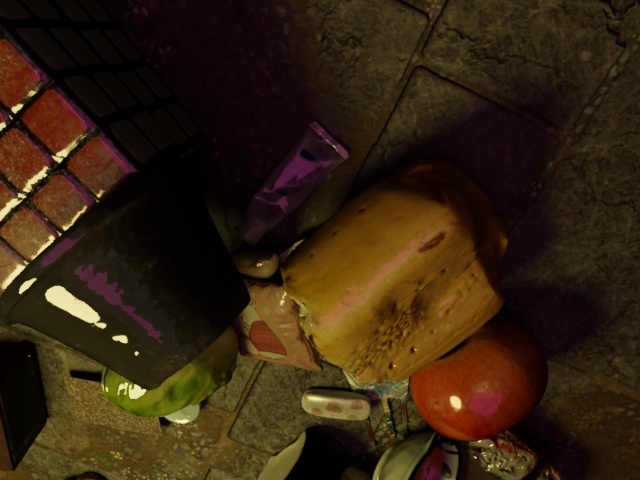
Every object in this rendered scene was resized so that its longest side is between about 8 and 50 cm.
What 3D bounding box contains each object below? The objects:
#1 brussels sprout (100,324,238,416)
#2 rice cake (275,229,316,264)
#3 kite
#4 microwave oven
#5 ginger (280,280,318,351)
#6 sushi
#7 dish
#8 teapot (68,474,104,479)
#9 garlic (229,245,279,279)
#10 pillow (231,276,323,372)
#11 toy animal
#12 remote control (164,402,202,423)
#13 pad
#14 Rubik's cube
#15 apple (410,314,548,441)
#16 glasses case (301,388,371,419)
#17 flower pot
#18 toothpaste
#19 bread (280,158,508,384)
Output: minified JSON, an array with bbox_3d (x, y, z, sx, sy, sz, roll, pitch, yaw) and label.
[{"bbox_3d":[-0.312,0.225,1.061,0.259,0.294,0.227,13,108,47],"label":"brussels sprout"},{"bbox_3d":[0.000,0.000,1.072,0.206,0.036,0.047,-24,109,12],"label":"rice cake"},{"bbox_3d":[0.135,0.369,1.234,0.169,0.015,0.310,-3,112,7],"label":"kite"},{"bbox_3d":[-0.769,0.377,1.202,0.188,0.178,0.248,3,113,2],"label":"microwave oven"},{"bbox_3d":[-0.037,0.164,1.137,0.176,0.052,0.193,45,121,-3],"label":"ginger"},{"bbox_3d":[0.455,0.523,1.218,0.332,0.124,0.130,41,99,-12],"label":"sushi"},{"bbox_3d":[0.207,0.556,1.208,0.120,0.303,0.303,17,121,42],"label":"dish"},{"bbox_3d":[-0.634,0.699,1.384,0.146,0.148,0.116,40,146,-25],"label":"teapot"},{"bbox_3d":[-0.126,0.049,1.060,0.152,0.084,0.066,1,99,35],"label":"garlic"},{"bbox_3d":[-0.113,0.176,1.096,0.236,0.084,0.223,2,120,40],"label":"pillow"},{"bbox_3d":[0.002,0.645,1.247,0.310,0.251,0.251,42,109,-6],"label":"toy animal"},{"bbox_3d":[-0.376,0.331,1.226,0.104,0.052,0.247,-32,107,15],"label":"remote control"},{"bbox_3d":[-0.499,0.402,1.261,0.234,0.003,0.158,7,121,11],"label":"pad"},{"bbox_3d":[-0.461,-0.180,0.864,0.344,0.337,0.344,-34,107,15],"label":"Rubik's cube"},{"bbox_3d":[0.314,0.273,1.056,0.271,0.251,0.206,-29,93,32],"label":"apple"},{"bbox_3d":[0.037,0.385,1.225,0.164,0.041,0.063,4,114,8],"label":"glasses case"},{"bbox_3d":[-0.272,0.077,0.832,0.379,0.379,0.251,-38,95,17],"label":"flower pot"},{"bbox_3d":[-0.065,-0.104,1.030,0.096,0.061,0.266,40,102,-11],"label":"toothpaste"},{"bbox_3d":[0.153,0.046,0.965,0.394,0.250,0.361,-41,133,7],"label":"bread"}]
